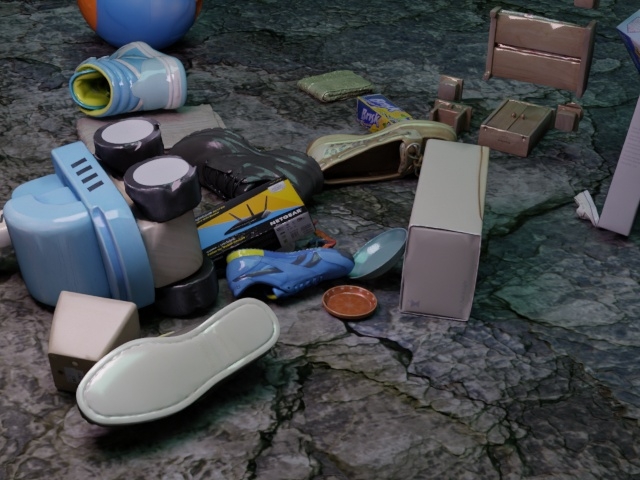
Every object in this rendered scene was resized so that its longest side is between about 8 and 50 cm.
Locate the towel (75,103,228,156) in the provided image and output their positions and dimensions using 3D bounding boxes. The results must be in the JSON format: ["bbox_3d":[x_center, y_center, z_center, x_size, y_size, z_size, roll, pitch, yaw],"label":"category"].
[{"bbox_3d":[-0.315,-0.195,2.152,0.282,0.049,0.187,-7,31,-17],"label":"towel"}]

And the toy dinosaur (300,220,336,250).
[{"bbox_3d":[0.000,0.000,1.828,0.047,0.090,0.082,-1,-15,-29],"label":"toy dinosaur"}]

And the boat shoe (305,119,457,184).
[{"bbox_3d":[0.118,-0.150,2.082,0.285,0.105,0.089,-11,36,-5],"label":"boat shoe"}]

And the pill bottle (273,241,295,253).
[{"bbox_3d":[-0.065,-0.002,1.848,0.043,0.043,0.083,-2,30,-10],"label":"pill bottle"}]

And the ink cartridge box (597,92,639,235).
[{"bbox_3d":[0.559,-0.186,1.932,0.065,0.333,0.165,21,24,15],"label":"ink cartridge box"}]

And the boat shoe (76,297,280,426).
[{"bbox_3d":[-0.190,0.172,1.491,0.305,0.091,0.109,-24,77,-36],"label":"boat shoe"}]

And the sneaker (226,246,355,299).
[{"bbox_3d":[-0.043,0.059,1.742,0.209,0.069,0.082,-1,58,-21],"label":"sneaker"}]

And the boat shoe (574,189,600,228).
[{"bbox_3d":[0.473,-0.051,2.014,0.035,0.035,0.100,-24,38,12],"label":"boat shoe"}]

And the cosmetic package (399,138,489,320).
[{"bbox_3d":[0.200,-0.025,1.807,0.113,0.160,0.309,8,31,6],"label":"cosmetic package"}]

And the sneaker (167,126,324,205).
[{"bbox_3d":[-0.144,-0.115,1.983,0.286,0.109,0.130,11,37,16],"label":"sneaker"}]

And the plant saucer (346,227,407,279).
[{"bbox_3d":[0.093,0.027,1.792,0.119,0.021,0.119,-33,19,13],"label":"plant saucer"}]

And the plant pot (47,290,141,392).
[{"bbox_3d":[-0.307,0.146,1.515,0.109,0.109,0.096,9,43,8],"label":"plant pot"}]

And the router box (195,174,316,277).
[{"bbox_3d":[-0.112,-0.024,1.821,0.178,0.046,0.133,-26,35,-5],"label":"router box"}]

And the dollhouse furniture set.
[{"bbox_3d":[0.390,-0.369,2.227,0.303,0.356,0.174,16,31,21],"label":"dollhouse furniture set"}]

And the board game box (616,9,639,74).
[{"bbox_3d":[0.712,-0.247,2.121,0.066,0.319,0.318,-36,33,5],"label":"board game box"}]

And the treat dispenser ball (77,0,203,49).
[{"bbox_3d":[-0.404,-0.568,2.542,0.288,0.288,0.288,3,30,-2],"label":"treat dispenser ball"}]

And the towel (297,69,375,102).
[{"bbox_3d":[0.033,-0.337,2.455,0.148,0.027,0.110,-18,36,-32],"label":"towel"}]

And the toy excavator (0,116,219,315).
[{"bbox_3d":[-0.431,-0.021,1.707,0.445,0.222,0.433,-20,35,-20],"label":"toy excavator"}]

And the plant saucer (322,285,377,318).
[{"bbox_3d":[0.044,0.096,1.724,0.083,0.013,0.083,2,30,-1],"label":"plant saucer"}]

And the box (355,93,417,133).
[{"bbox_3d":[0.135,-0.237,2.269,0.059,0.054,0.169,-12,33,-25],"label":"box"}]

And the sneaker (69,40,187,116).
[{"bbox_3d":[-0.416,-0.318,2.224,0.208,0.127,0.319,-11,16,-30],"label":"sneaker"}]
